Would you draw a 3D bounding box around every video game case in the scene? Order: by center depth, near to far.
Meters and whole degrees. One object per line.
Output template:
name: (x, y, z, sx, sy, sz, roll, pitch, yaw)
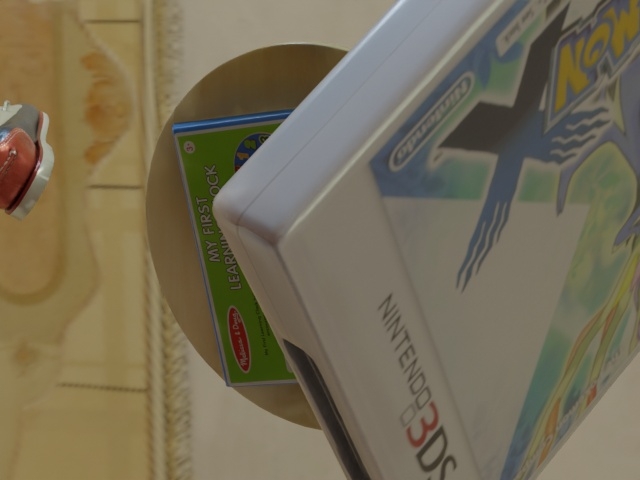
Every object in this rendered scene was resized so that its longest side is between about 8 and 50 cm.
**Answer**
video game case: (0.113, -0.040, 0.715, 0.036, 0.300, 0.329, 31, -110, 30)

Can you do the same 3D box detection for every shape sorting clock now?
shape sorting clock: (0.000, 0.000, 0.897, 0.206, 0.040, 0.206, 7, -71, 22)

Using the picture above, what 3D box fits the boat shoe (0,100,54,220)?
boat shoe: (-0.156, -0.044, 0.829, 0.043, 0.137, 0.049, 28, -83, -18)
